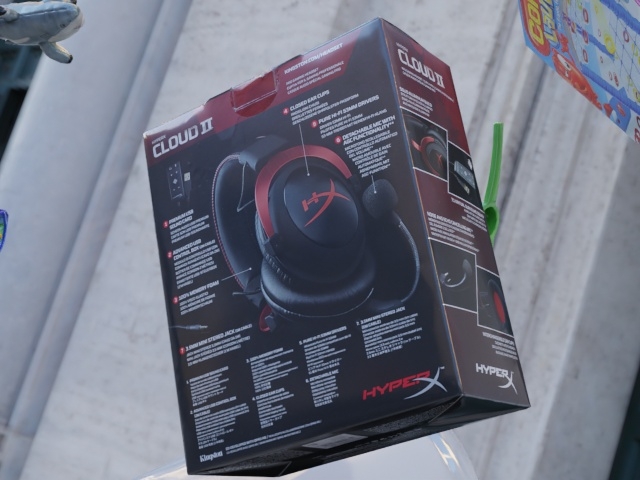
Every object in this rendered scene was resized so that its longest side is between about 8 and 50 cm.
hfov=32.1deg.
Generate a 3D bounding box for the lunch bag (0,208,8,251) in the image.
[{"bbox_3d":[-0.493,0.022,1.474,0.129,0.151,0.096,-24,-70,34],"label":"lunch bag"}]

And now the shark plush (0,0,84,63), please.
[{"bbox_3d":[-0.326,-0.243,1.179,0.161,0.073,0.067,15,-3,4],"label":"shark plush"}]

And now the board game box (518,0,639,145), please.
[{"bbox_3d":[0.339,-0.284,1.299,0.302,0.086,0.308,53,-8,41],"label":"board game box"}]

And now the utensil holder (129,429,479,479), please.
[{"bbox_3d":[-0.041,0.368,1.326,0.328,0.327,0.385,10,15,39],"label":"utensil holder"}]

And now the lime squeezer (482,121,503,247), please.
[{"bbox_3d":[0.218,-0.023,1.638,0.059,0.310,0.110,6,40,-33],"label":"lime squeezer"}]

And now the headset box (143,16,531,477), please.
[{"bbox_3d":[0.000,0.000,0.787,0.218,0.293,0.110,-22,-23,28],"label":"headset box"}]
